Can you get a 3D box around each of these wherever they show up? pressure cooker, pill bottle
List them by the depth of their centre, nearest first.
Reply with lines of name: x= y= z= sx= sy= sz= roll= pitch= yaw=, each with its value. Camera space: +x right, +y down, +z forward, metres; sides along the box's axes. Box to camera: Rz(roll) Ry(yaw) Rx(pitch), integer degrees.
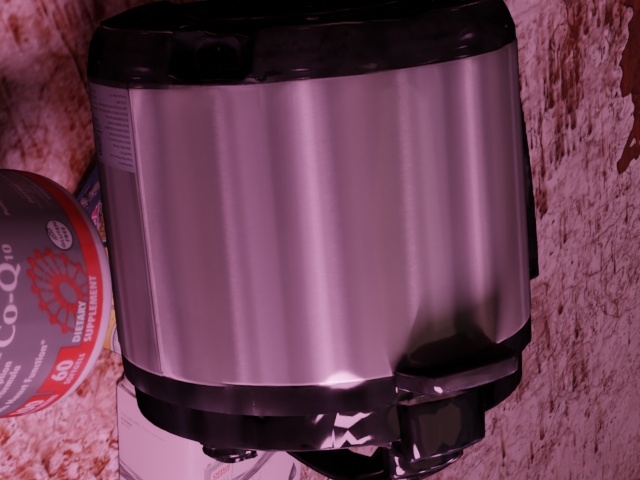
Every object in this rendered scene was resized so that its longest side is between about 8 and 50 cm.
pill bottle: x=-0.347 y=0.044 z=1.132 sx=0.363 sy=0.210 sz=0.210 roll=-1 pitch=114 yaw=-57
pressure cooker: x=-0.006 y=0.001 z=1.285 sx=0.370 sy=0.376 sz=0.420 roll=-51 pitch=138 yaw=-73

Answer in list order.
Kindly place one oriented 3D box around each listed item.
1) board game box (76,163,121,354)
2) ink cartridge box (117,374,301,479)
board game box: x=-0.163 y=-0.007 z=1.464 sx=0.165 sy=0.042 sz=0.243 roll=28 pitch=95 yaw=-36
ink cartridge box: x=-0.124 y=0.247 z=1.733 sx=0.207 sy=0.117 sz=0.283 roll=-33 pitch=139 yaw=-41
